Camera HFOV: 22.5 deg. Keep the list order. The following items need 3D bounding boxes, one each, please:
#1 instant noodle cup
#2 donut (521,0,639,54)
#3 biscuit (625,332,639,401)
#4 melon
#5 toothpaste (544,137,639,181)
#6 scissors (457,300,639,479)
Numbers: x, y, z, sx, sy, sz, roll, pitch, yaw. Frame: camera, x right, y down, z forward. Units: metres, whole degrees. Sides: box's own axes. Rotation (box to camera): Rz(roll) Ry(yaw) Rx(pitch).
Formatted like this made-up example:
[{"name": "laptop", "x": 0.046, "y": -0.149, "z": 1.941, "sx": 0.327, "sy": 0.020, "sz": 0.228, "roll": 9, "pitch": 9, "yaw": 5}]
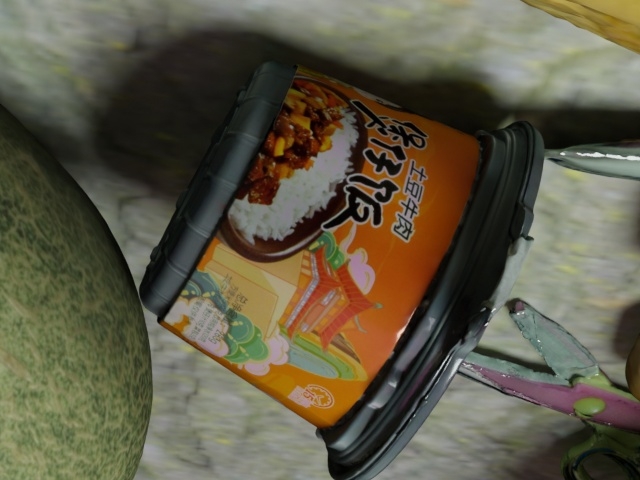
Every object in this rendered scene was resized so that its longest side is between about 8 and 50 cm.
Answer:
[{"name": "instant noodle cup", "x": 0.000, "y": 0.000, "z": 0.703, "sx": 0.125, "sy": 0.177, "sz": 0.208, "roll": 29, "pitch": 150, "yaw": -7}, {"name": "donut", "x": 0.143, "y": -0.129, "z": 0.359, "sx": 0.449, "sy": 0.198, "sz": 0.449, "roll": 23, "pitch": -179, "yaw": 0}, {"name": "biscuit", "x": 0.264, "y": 0.036, "z": 0.802, "sx": 0.208, "sy": 0.047, "sz": 0.164, "roll": 0, "pitch": 143, "yaw": 3}, {"name": "melon", "x": -0.211, "y": 0.033, "z": 0.687, "sx": 0.249, "sy": 0.248, "sz": 0.329, "roll": -14, "pitch": 132, "yaw": 22}, {"name": "toothpaste", "x": 0.200, "y": -0.034, "z": 0.724, "sx": 0.216, "sy": 0.037, "sz": 0.062, "roll": 2, "pitch": 179, "yaw": 2}, {"name": "scissors", "x": 0.153, "y": 0.090, "z": 0.907, "sx": 0.187, "sy": 0.020, "sz": 0.133, "roll": 31, "pitch": 129, "yaw": -30}]
